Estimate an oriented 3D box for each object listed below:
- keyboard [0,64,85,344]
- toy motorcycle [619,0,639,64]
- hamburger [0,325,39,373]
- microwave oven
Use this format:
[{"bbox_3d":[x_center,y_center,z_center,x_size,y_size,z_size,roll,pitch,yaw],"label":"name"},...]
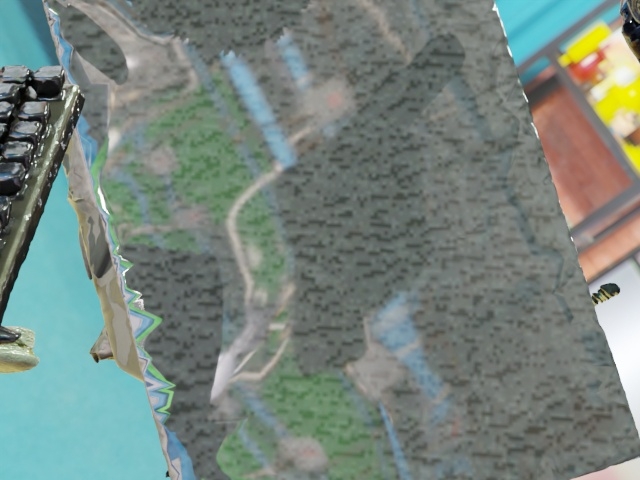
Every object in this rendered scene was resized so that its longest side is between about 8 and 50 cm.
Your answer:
[{"bbox_3d":[-0.164,0.032,0.470,0.317,0.106,0.027,-83,174,-47],"label":"keyboard"},{"bbox_3d":[0.297,-0.179,0.986,0.173,0.108,0.307,40,-2,29],"label":"toy motorcycle"},{"bbox_3d":[-0.440,0.145,1.688,0.084,0.121,0.054,19,65,-50],"label":"hamburger"},{"bbox_3d":[0.000,0.000,0.967,0.236,0.374,0.432,77,-4,-81],"label":"microwave oven"}]
